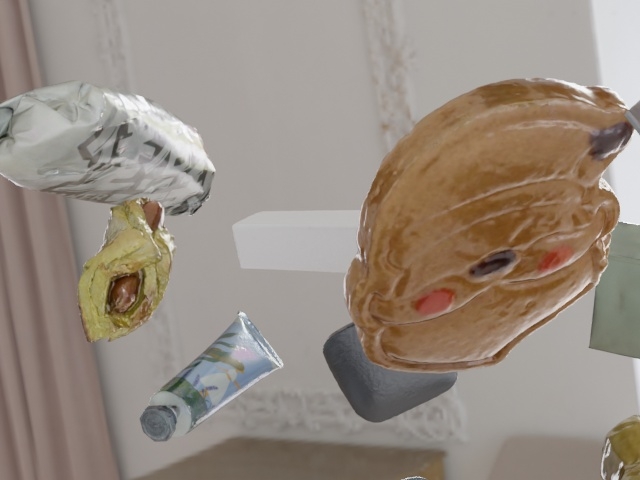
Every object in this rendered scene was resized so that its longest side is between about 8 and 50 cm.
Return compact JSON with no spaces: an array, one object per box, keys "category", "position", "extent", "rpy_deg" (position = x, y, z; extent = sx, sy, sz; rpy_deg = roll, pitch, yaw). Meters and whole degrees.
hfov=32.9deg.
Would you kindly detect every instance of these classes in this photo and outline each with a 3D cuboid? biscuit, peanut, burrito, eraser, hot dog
[{"category":"biscuit","position":[0.193,0.007,1.277],"extent":[0.349,0.455,0.078],"rpy_deg":[-15,48,-7]},{"category":"peanut","position":[0.353,0.283,1.145],"extent":[0.111,0.125,0.274],"rpy_deg":[-5,17,16]},{"category":"burrito","position":[-0.217,-0.097,1.245],"extent":[0.139,0.101,0.445],"rpy_deg":[-47,-17,10]},{"category":"eraser","position":[0.000,0.001,1.662],"extent":[0.298,0.078,0.076],"rpy_deg":[1,20,41]},{"category":"hot dog","position":[-0.161,0.018,0.947],"extent":[0.061,0.078,0.169],"rpy_deg":[-16,42,25]}]

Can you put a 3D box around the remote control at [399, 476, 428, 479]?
[{"category":"remote control","position":[-0.011,0.421,1.495],"extent":[0.377,0.044,0.107],"rpy_deg":[-37,-28,31]}]

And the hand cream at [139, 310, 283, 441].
[{"category":"hand cream","position":[-0.124,0.158,1.251],"extent":[0.055,0.088,0.256],"rpy_deg":[-44,-4,28]}]

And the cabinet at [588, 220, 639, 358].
[{"category":"cabinet","position":[0.596,0.096,2.027],"extent":[0.150,0.206,0.145],"rpy_deg":[10,29,21]}]

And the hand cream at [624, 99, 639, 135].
[{"category":"hand cream","position":[0.338,-0.156,0.957],"extent":[0.038,0.052,0.216],"rpy_deg":[8,-35,-15]}]

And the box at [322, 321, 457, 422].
[{"category":"box","position":[0.129,0.223,2.008],"extent":[0.212,0.201,0.042],"rpy_deg":[-28,7,-5]}]
